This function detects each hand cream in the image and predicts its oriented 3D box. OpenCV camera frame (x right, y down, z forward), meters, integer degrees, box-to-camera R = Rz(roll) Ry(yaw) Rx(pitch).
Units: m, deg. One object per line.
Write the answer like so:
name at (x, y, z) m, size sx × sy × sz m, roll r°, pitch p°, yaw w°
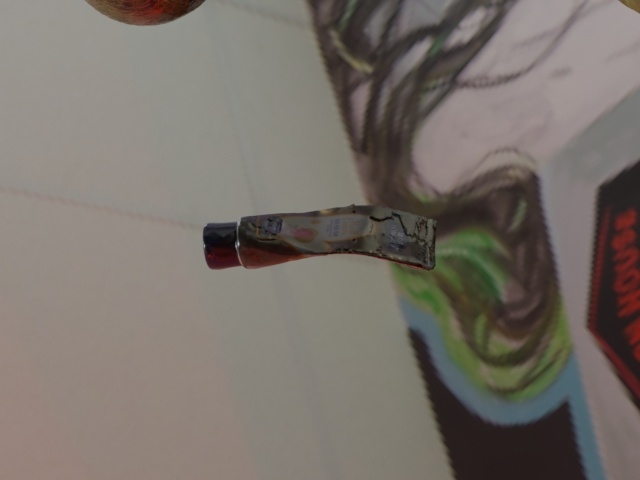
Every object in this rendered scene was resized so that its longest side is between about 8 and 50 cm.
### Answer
hand cream at (0.000, 0.000, 1.063) m, size 0.163 × 0.039 × 0.062 m, roll -2°, pitch -149°, yaw 6°

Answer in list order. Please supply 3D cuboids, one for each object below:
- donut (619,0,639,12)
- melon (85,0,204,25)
donut at (0.321, -0.331, 1.432) m, size 0.330 × 0.160 × 0.330 m, roll 51°, pitch 179°, yaw 1°
melon at (-0.089, -0.168, 0.786) m, size 0.099 × 0.099 × 0.162 m, roll 28°, pitch -146°, yaw -17°
